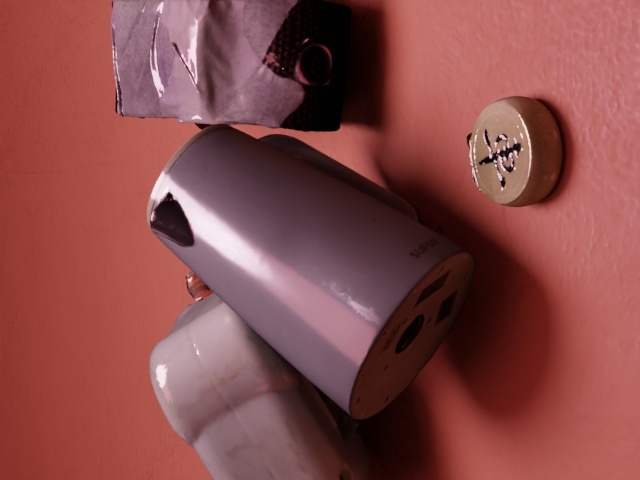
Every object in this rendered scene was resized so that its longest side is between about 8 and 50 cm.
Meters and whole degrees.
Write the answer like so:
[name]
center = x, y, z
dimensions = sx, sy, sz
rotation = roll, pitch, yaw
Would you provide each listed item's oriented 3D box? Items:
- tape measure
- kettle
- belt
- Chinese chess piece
[tape measure]
center = -0.046, 0.138, 1.313
dimensions = 0.246, 0.125, 0.243
rotation = 56, -171, -5
[kettle]
center = 0.000, 0.000, 1.200
dimensions = 0.243, 0.211, 0.160
rotation = 36, 133, 22
[belt]
center = -0.085, -0.182, 1.366
dimensions = 0.289, 0.184, 0.164
rotation = 14, 103, 55
[Chinese chess piece]
center = 0.146, -0.067, 1.096
dimensions = 0.084, 0.034, 0.084
rotation = 17, 109, 60
